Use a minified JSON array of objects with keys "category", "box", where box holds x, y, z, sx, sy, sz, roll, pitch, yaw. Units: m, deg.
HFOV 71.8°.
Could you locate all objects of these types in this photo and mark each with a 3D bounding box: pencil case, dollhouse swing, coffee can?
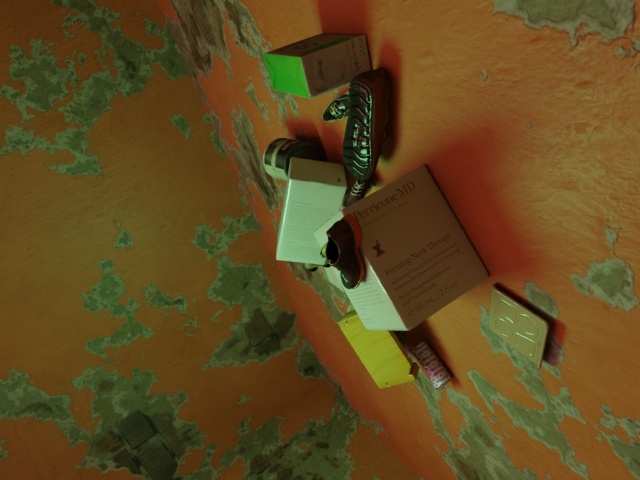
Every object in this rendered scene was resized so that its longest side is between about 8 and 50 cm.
[{"category":"pencil case","box":[0.472,0.532,1.894,0.088,0.086,0.206,-44,67,30]},{"category":"dollhouse swing","box":[0.306,0.422,1.995,0.315,0.305,0.346,-34,88,46]},{"category":"coffee can","box":[-0.121,-0.356,2.002,0.275,0.202,0.201,28,143,59]}]

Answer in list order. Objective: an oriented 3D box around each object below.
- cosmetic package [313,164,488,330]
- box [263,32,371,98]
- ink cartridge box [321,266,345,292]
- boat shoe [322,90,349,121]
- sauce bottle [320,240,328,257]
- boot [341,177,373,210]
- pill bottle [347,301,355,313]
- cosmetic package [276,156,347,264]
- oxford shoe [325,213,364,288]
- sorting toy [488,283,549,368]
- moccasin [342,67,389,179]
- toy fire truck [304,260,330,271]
[{"category":"cosmetic package","box":[0.238,0.041,1.423,0.393,0.329,0.327,60,162,2]},{"category":"box","box":[-0.011,-0.550,1.383,0.262,0.231,0.126,38,150,51]},{"category":"ink cartridge box","box":[0.075,0.178,2.493,0.235,0.056,0.171,32,145,62]},{"category":"boat shoe","box":[0.070,-0.460,1.552,0.077,0.070,0.219,64,162,-7]},{"category":"sauce bottle","box":[0.026,0.029,1.382,0.042,0.042,0.128,59,163,7]},{"category":"boot","box":[0.133,-0.183,1.614,0.069,0.190,0.086,23,145,19]},{"category":"pill bottle","box":[0.196,0.383,2.280,0.208,0.118,0.117,-87,-26,-73]},{"category":"cosmetic package","box":[-0.051,-0.113,1.894,0.161,0.230,0.453,-92,13,-46]},{"category":"oxford shoe","box":[0.058,0.049,1.241,0.097,0.098,0.271,43,152,41]},{"category":"sorting toy","box":[0.578,0.247,1.294,0.208,0.038,0.193,47,157,48]},{"category":"moccasin","box":[0.151,-0.359,1.408,0.139,0.147,0.380,31,144,32]},{"category":"toy fire truck","box":[0.000,0.000,2.217,0.158,0.217,0.246,99,154,-61]}]
